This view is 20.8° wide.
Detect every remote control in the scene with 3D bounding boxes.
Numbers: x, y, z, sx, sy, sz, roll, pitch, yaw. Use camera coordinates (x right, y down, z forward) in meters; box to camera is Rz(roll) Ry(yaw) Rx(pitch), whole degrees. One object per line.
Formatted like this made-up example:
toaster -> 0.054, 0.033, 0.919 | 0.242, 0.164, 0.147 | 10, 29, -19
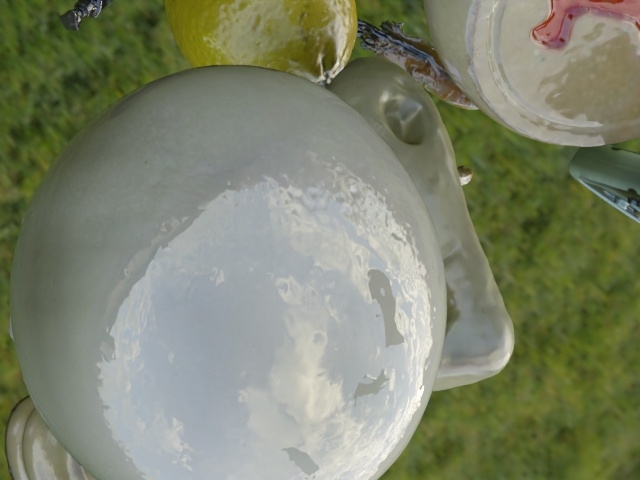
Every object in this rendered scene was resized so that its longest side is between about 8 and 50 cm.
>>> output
remote control -> 0.347, -0.033, 1.691 | 0.140, 0.296, 0.056 | 31, 92, -16

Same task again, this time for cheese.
cheese -> 0.000, 0.000, 1.711 | 0.328, 0.351, 0.129 | -14, 170, -24

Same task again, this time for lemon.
lemon -> -0.062, -0.244, 1.844 | 0.192, 0.231, 0.192 | -35, 163, -12

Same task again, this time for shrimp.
shrimp -> 0.147, -0.254, 2.132 | 0.046, 0.219, 0.152 | 108, 6, -81

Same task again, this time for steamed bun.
steamed bun -> -0.050, 0.040, 1.199 | 0.324, 0.206, 0.324 | 1, 88, -39

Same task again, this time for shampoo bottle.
shampoo bottle -> -0.203, -0.244, 1.660 | 0.137, 0.027, 0.048 | -54, 168, -39

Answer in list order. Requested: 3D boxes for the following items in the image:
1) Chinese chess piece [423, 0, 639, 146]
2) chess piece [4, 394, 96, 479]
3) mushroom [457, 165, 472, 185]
Chinese chess piece -> 0.259, -0.244, 1.586 | 0.338, 0.140, 0.338 | -11, 133, -12
chess piece -> -0.164, 0.218, 1.666 | 0.124, 0.307, 0.139 | -7, 94, -44
mushroom -> 0.128, -0.102, 2.101 | 0.129, 0.073, 0.088 | 18, 129, -41
